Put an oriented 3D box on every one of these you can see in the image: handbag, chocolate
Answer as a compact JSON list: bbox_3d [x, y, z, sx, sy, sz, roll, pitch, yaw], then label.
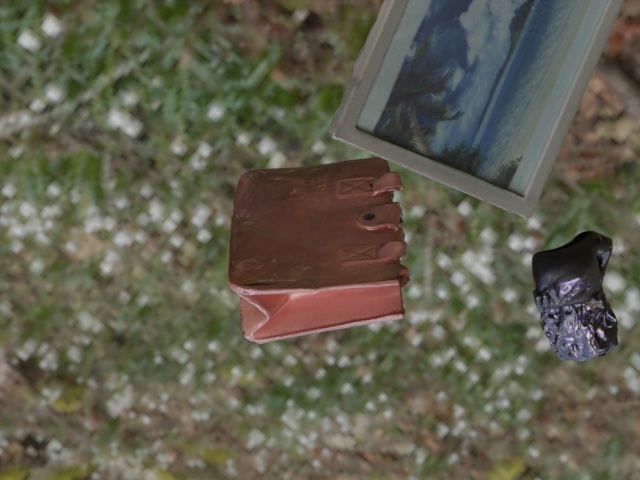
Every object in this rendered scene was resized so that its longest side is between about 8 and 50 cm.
[{"bbox_3d":[0.000,0.000,1.407,0.212,0.157,0.059,-90,-9,-58],"label":"handbag"},{"bbox_3d":[0.184,0.039,1.124,0.070,0.072,0.147,23,167,14],"label":"chocolate"}]

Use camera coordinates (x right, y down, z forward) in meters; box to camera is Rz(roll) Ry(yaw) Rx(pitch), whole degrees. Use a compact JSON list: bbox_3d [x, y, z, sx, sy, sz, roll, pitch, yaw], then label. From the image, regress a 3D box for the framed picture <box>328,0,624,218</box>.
[{"bbox_3d":[0.156,-0.196,1.365,0.232,0.315,0.024,19,-173,-33],"label":"framed picture"}]
